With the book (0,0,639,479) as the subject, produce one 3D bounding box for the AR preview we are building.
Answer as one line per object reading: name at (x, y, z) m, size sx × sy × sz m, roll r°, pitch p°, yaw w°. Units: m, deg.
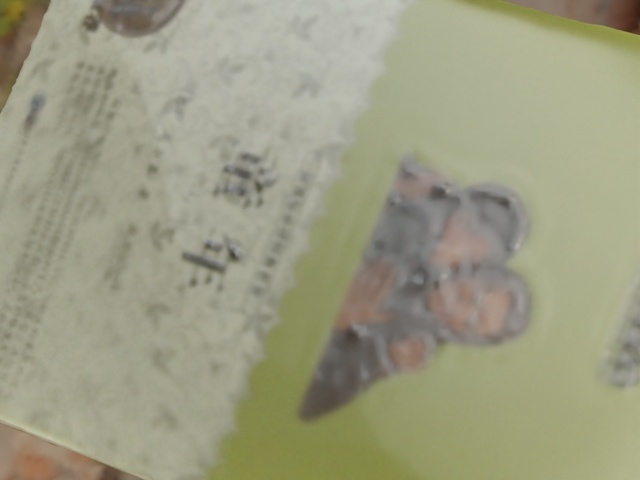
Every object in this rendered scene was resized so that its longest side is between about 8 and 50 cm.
book at (0.000, 0.000, 0.824) m, size 0.352 × 0.035 × 0.239 m, roll 18°, pitch 82°, yaw 28°
